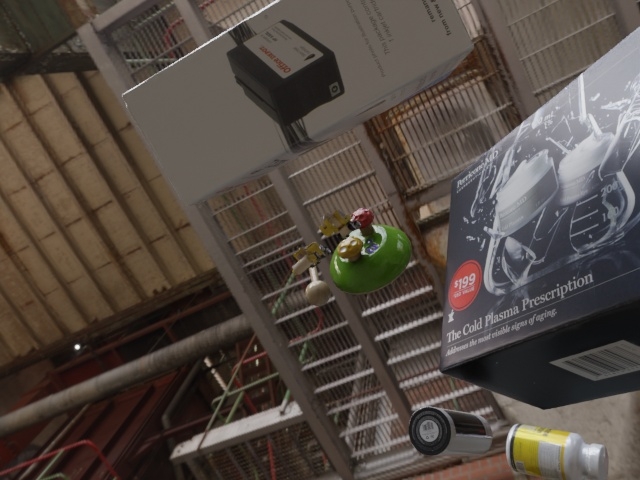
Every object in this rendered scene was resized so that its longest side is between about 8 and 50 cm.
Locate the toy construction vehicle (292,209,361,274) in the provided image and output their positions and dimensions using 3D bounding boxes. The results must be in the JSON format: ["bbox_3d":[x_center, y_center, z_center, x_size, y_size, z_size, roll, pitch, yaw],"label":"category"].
[{"bbox_3d":[0.000,0.000,0.629,0.086,0.098,0.035,-41,-95,22],"label":"toy construction vehicle"}]

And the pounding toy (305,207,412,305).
[{"bbox_3d":[0.061,0.018,1.125,0.237,0.183,0.110,-24,-56,11],"label":"pounding toy"}]

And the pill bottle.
[{"bbox_3d":[0.498,0.453,1.147,0.184,0.103,0.103,-4,-69,41],"label":"pill bottle"}]

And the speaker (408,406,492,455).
[{"bbox_3d":[0.162,0.237,0.668,0.055,0.055,0.136,-40,-38,19],"label":"speaker"}]

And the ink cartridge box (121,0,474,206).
[{"bbox_3d":[-0.016,-0.170,0.592,0.307,0.223,0.129,-27,-83,10],"label":"ink cartridge box"}]

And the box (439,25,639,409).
[{"bbox_3d":[0.317,-0.002,0.640,0.179,0.312,0.343,23,-33,-16],"label":"box"}]
